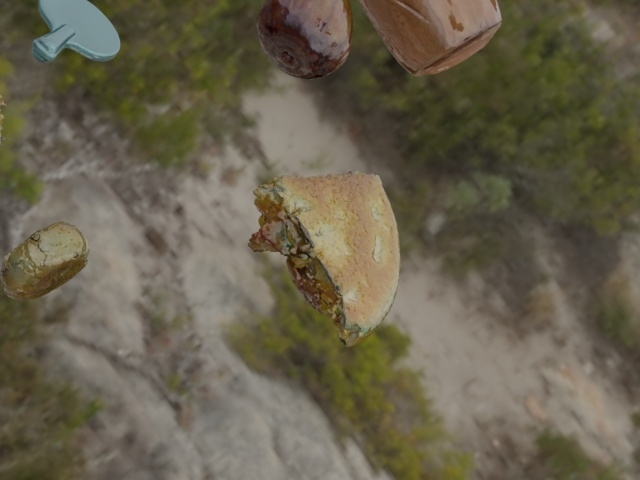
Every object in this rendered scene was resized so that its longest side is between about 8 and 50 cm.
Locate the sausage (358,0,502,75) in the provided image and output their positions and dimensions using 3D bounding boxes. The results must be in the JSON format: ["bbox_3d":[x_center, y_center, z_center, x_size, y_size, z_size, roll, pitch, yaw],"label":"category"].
[{"bbox_3d":[0.061,-0.308,1.383,0.304,0.121,0.121,60,20,0],"label":"sausage"}]

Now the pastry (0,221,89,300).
[{"bbox_3d":[-0.430,0.035,2.223,0.081,0.153,0.153,54,20,3],"label":"pastry"}]

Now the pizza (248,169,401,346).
[{"bbox_3d":[0.000,0.000,1.758,0.229,0.081,0.289,34,40,-27],"label":"pizza"}]

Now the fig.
[{"bbox_3d":[-0.002,-0.207,1.276,0.089,0.089,0.125,42,60,-27],"label":"fig"}]

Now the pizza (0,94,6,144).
[{"bbox_3d":[-0.608,-0.205,2.283,0.226,0.335,0.086,-32,122,-46],"label":"pizza"}]

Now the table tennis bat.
[{"bbox_3d":[-0.397,-0.334,2.272,0.153,0.040,0.244,42,26,-8],"label":"table tennis bat"}]
